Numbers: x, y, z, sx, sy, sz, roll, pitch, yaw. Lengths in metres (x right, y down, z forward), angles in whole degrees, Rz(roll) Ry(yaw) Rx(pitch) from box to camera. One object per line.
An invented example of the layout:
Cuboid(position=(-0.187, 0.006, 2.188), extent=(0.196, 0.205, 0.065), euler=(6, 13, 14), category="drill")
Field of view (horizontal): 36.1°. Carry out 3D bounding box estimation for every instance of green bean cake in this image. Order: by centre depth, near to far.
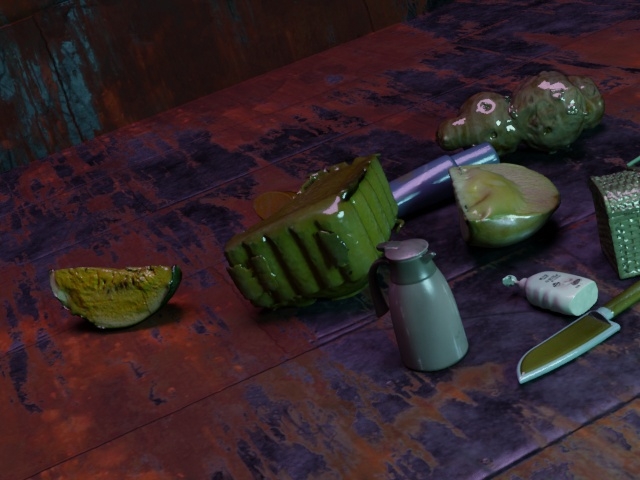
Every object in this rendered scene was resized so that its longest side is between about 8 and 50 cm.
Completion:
Cuboid(position=(0.000, 0.000, 1.821), extent=(0.285, 0.202, 0.310), euler=(-19, 18, 29), category="green bean cake")

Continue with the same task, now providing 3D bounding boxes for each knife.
Cuboid(position=(0.407, 0.119, 1.441), extent=(0.343, 0.027, 0.061), euler=(-28, 29, -24), category="knife")

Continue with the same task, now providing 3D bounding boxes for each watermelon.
Cuboid(position=(-0.395, 0.098, 1.927), extent=(0.301, 0.129, 0.123), euler=(-1, 29, 22), category="watermelon")

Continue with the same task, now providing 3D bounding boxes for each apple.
Cuboid(position=(0.337, -0.057, 1.792), extent=(0.193, 0.119, 0.265), euler=(-3, 26, 0), category="apple")

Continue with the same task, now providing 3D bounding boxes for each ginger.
Cuboid(position=(0.435, -0.263, 2.145), extent=(0.376, 0.176, 0.256), euler=(-14, 5, 11), category="ginger")

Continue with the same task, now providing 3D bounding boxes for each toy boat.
Cuboid(position=(-0.066, -0.064, 2.160), extent=(0.088, 0.088, 0.230), euler=(16, -6, -43), category="toy boat")

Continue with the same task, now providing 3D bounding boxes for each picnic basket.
Cuboid(position=(0.545, -0.051, 1.572), extent=(0.196, 0.154, 0.134), euler=(-13, 23, 9), category="picnic basket")

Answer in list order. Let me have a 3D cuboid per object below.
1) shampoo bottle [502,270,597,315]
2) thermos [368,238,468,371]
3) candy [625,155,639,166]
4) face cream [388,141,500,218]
Cuboid(position=(0.357, 0.077, 1.552), extent=(0.077, 0.045, 0.152), euler=(-31, 25, -30), category="shampoo bottle")
Cuboid(position=(0.136, 0.089, 1.486), extent=(0.137, 0.193, 0.105), euler=(2, 30, 40), category="thermos")
Cuboid(position=(0.682, -0.196, 1.963), extent=(0.201, 0.060, 0.060), euler=(-33, 26, -18), category="candy")
Cuboid(position=(0.187, -0.099, 2.040), extent=(0.385, 0.086, 0.135), euler=(-24, 24, -5), category="face cream")
